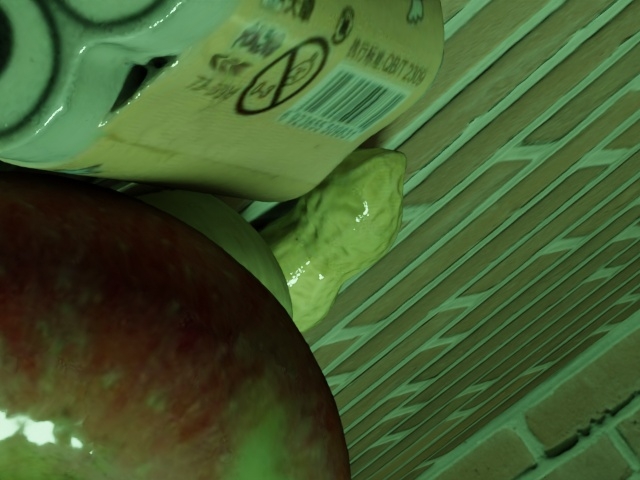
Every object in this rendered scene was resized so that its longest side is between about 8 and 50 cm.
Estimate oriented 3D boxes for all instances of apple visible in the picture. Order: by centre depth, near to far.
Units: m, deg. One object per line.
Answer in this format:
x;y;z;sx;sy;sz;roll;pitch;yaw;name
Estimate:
-0.158;0.120;0.843;0.345;0.344;0.269;-30;-168;-12;apple

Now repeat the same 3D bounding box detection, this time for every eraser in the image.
-0.050;-0.088;0.807;0.171;0.087;0.290;-41;164;16;eraser

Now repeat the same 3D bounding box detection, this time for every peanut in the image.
0.000;0.000;1.200;0.082;0.082;0.187;-14;155;-51;peanut

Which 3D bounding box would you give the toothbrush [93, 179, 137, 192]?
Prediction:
-0.080;-0.052;0.984;0.204;0.017;0.022;-29;145;-17;toothbrush

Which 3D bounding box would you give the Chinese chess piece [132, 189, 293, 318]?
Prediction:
-0.138;0.071;1.090;0.250;0.103;0.250;-31;163;-11;Chinese chess piece
